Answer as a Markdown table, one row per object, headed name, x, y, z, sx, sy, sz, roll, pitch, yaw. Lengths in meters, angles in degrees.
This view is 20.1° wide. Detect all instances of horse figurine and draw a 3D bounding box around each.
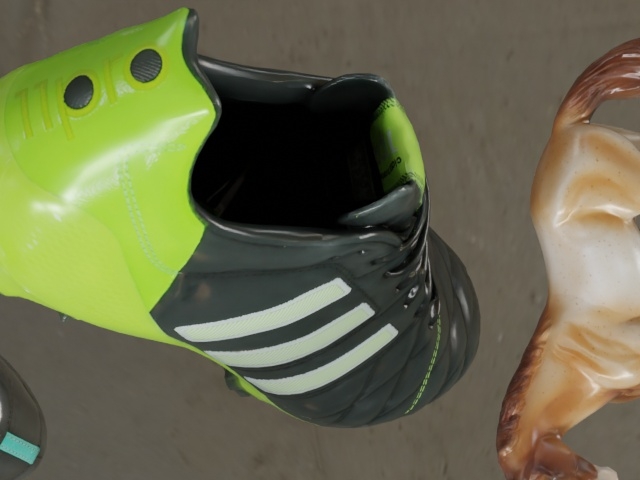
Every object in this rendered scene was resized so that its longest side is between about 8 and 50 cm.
| name | x | y | z | sx | sy | sz | roll | pitch | yaw |
| --- | --- | --- | --- | --- | --- | --- | --- | --- | --- |
| horse figurine | 0.174 | 0.007 | 0.963 | 0.174 | 0.066 | 0.263 | -3 | 89 | -1 |

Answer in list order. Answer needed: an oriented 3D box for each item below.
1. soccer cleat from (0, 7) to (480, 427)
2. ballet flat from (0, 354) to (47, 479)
| name | x | y | z | sx | sy | sz | roll | pitch | yaw |
| --- | --- | --- | --- | --- | --- | --- | --- | --- | --- |
| soccer cleat | 0.000 | 0.000 | 0.382 | 0.072 | 0.179 | 0.060 | -24 | 66 | 26 |
| ballet flat | -0.230 | 0.051 | 0.897 | 0.280 | 0.096 | 0.095 | 32 | 88 | 43 |
